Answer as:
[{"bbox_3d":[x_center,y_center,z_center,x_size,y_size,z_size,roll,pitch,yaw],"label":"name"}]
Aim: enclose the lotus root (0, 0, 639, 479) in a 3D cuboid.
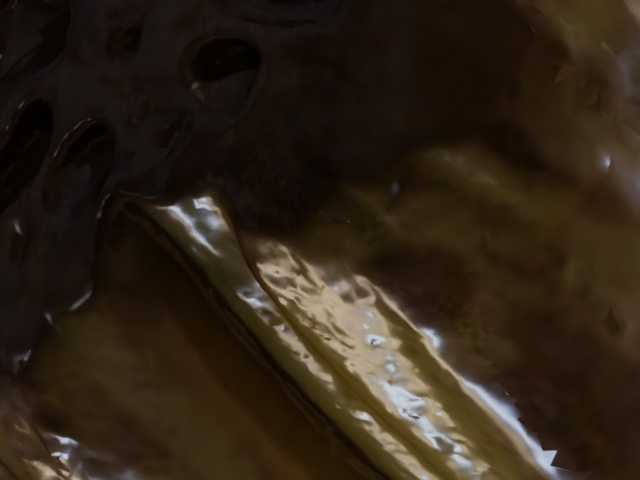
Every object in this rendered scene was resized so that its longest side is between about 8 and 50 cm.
[{"bbox_3d":[0.000,0.000,0.547,0.250,0.316,0.316,33,86,-43],"label":"lotus root"}]
